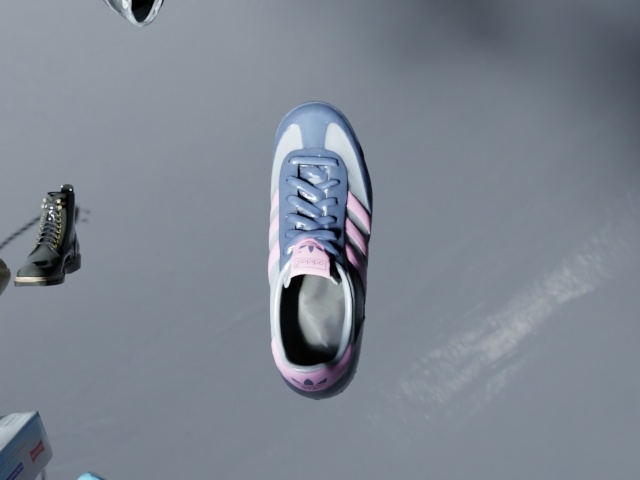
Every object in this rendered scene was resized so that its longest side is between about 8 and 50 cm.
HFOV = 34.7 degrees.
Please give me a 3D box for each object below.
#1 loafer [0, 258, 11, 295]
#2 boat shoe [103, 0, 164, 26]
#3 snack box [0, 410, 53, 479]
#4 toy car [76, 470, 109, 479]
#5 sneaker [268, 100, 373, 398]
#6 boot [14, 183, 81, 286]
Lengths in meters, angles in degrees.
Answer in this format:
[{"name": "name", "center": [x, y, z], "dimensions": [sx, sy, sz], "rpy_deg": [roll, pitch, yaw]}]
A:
[{"name": "loafer", "center": [-0.603, 0.021, 1.631], "dimensions": [0.102, 0.268, 0.092], "rpy_deg": [-60, 165, 24]}, {"name": "boat shoe", "center": [-0.219, -0.437, 1.361], "dimensions": [0.113, 0.105, 0.306], "rpy_deg": [6, 117, -40]}, {"name": "snack box", "center": [-0.445, 0.251, 0.988], "dimensions": [0.321, 0.187, 0.060], "rpy_deg": [-11, 103, 9]}, {"name": "toy car", "center": [-0.243, 0.235, 0.695], "dimensions": [0.219, 0.238, 0.210], "rpy_deg": [-58, 165, -16]}, {"name": "sneaker", "center": [0.000, 0.000, 1.042], "dimensions": [0.112, 0.319, 0.131], "rpy_deg": [-4, 170, 4]}, {"name": "boot", "center": [-0.429, -0.008, 1.597], "dimensions": [0.076, 0.198, 0.137], "rpy_deg": [2, 102, 0]}]
